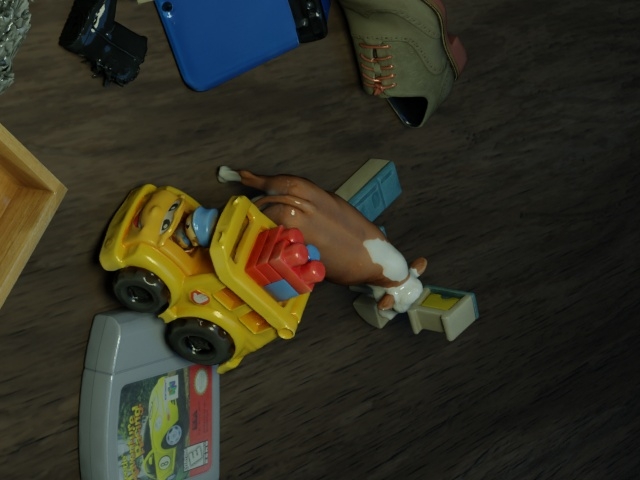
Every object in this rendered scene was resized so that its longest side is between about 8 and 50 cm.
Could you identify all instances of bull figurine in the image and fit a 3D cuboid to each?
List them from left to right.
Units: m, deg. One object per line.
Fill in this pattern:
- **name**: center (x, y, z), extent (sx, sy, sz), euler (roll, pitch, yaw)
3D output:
- **bull figurine**: center (0.000, 0.000, 1.884), extent (0.310, 0.188, 0.101), euler (42, 65, -48)

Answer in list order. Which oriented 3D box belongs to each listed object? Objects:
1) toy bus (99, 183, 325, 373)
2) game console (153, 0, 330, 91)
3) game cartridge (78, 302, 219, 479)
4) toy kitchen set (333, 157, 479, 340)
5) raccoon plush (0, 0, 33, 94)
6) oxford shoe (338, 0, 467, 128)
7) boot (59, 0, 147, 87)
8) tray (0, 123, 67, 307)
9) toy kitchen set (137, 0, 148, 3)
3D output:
- **toy bus**: center (-0.103, 0.022, 1.695), extent (0.220, 0.211, 0.149), euler (43, 46, -25)
- **game console**: center (-0.106, -0.369, 1.804), extent (0.250, 0.173, 0.293), euler (-84, 160, -56)
- **game cartridge**: center (-0.199, 0.219, 1.780), extent (0.196, 0.060, 0.294), euler (-12, 107, -47)
- **toy kitchen set**: center (0.126, 0.012, 2.073), extent (0.122, 0.166, 0.207), euler (-45, 131, -38)
- **raccoon plush**: center (-0.291, -0.121, 1.341), extent (0.446, 0.216, 0.299), euler (-26, 101, -29)
- **oxford shoe**: center (0.099, -0.256, 2.005), extent (0.348, 0.123, 0.130), euler (38, 71, -56)
- **boot**: center (-0.225, -0.234, 1.657), extent (0.099, 0.045, 0.121), euler (34, 77, -48)
- **tray**: center (-0.417, 0.061, 1.439), extent (0.203, 0.076, 0.411), euler (50, 59, -46)
- **toy kitchen set**: center (-0.175, -0.298, 1.666), extent (0.068, 0.075, 0.083), euler (78, -5, -58)
